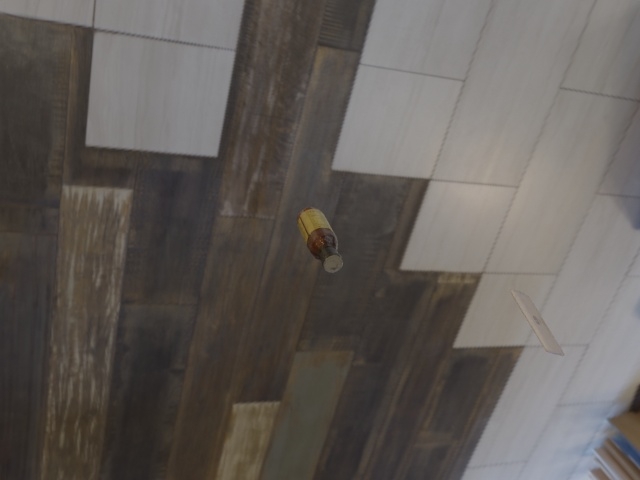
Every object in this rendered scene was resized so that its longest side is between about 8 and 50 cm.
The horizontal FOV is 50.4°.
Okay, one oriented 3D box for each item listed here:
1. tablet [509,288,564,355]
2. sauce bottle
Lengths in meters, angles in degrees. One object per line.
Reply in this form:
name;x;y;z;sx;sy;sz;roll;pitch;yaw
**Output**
tablet;0.247;0.093;0.775;0.006;0.083;0.054;-40;146;24
sauce bottle;0.000;0.000;0.899;0.042;0.128;0.042;-7;122;-11
